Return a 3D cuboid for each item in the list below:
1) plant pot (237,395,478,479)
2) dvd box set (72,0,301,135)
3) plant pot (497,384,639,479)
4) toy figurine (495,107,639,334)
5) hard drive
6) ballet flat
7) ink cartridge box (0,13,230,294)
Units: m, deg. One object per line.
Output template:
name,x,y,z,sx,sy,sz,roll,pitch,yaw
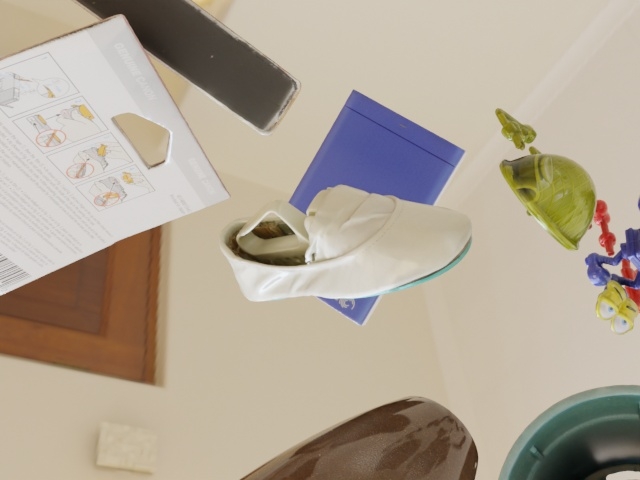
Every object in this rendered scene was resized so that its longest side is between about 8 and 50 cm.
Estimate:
plant pot,0.047,0.256,0.769,0.230,0.215,0.215,-35,177,-39
dvd box set,-0.169,-0.237,0.850,0.062,0.308,0.420,-54,-169,7
plant pot,0.432,0.402,1.107,0.341,0.334,0.341,-8,-115,18
toy figurine,0.372,-0.037,0.850,0.217,0.362,0.191,-29,-146,32
hard drive,0.062,-0.054,1.301,0.318,0.210,0.040,-60,163,7
ballet flat,0.000,0.000,1.002,0.400,0.139,0.139,-11,-116,50
ink cartridge box,-0.241,-0.073,0.690,0.296,0.261,0.066,69,-2,-65
